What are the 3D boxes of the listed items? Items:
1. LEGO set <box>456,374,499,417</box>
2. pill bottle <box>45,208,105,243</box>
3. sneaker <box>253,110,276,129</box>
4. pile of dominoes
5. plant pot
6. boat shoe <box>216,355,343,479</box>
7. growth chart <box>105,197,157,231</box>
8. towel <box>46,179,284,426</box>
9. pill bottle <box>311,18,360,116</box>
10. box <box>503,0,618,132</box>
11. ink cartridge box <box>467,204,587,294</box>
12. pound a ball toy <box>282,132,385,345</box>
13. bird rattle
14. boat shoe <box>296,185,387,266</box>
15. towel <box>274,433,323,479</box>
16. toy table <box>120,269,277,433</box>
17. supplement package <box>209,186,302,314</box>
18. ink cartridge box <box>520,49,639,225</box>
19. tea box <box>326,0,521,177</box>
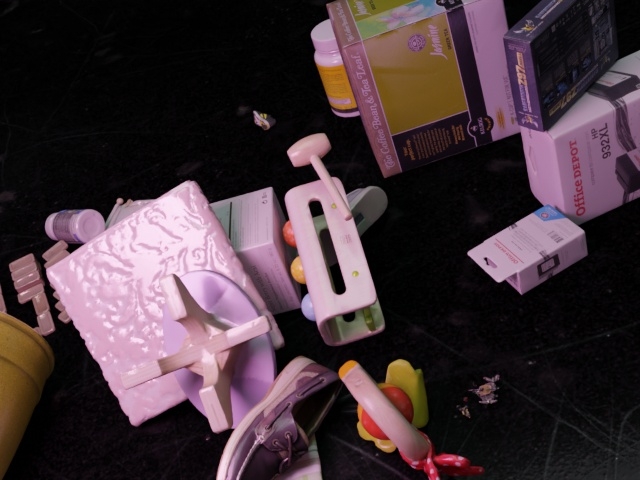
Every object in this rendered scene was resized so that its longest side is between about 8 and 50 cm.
[{"bbox_3d":[0.253,0.245,1.394,0.083,0.023,0.054,-33,37,7],"label":"LEGO set"},{"bbox_3d":[-0.557,-0.032,2.008,0.137,0.078,0.078,1,44,41],"label":"pill bottle"},{"bbox_3d":[-0.136,-0.294,2.167,0.035,0.031,0.083,-21,42,-21],"label":"sneaker"},{"bbox_3d":[-0.607,0.125,1.916,0.196,0.040,0.251,-26,48,-6],"label":"pile of dominoes"},{"bbox_3d":[-0.669,0.332,1.489,0.367,0.366,0.352,-9,53,15],"label":"plant pot"},{"bbox_3d":[-0.058,0.299,1.378,0.092,0.102,0.285,7,42,33],"label":"boat shoe"},{"bbox_3d":[-0.393,-0.041,2.000,0.237,0.021,0.172,-1,45,23],"label":"growth chart"},{"bbox_3d":[-0.271,0.112,1.553,0.317,0.331,0.053,-31,-4,8],"label":"towel"},{"bbox_3d":[0.054,-0.400,2.056,0.119,0.208,0.119,-13,41,11],"label":"pill bottle"},{"bbox_3d":[0.404,-0.321,1.478,0.233,0.183,0.059,-43,45,-21],"label":"box"},{"bbox_3d":[0.361,0.023,1.559,0.180,0.060,0.104,-29,41,-9],"label":"ink cartridge box"},{"bbox_3d":[0.000,0.000,1.563,0.136,0.208,0.319,-18,59,2],"label":"pound a ball toy"},{"bbox_3d":[0.108,0.276,1.294,0.143,0.207,0.253,-39,30,7],"label":"bird rattle"},{"bbox_3d":[0.035,-0.024,1.759,0.227,0.079,0.081,-42,20,-16],"label":"boat shoe"},{"bbox_3d":[-0.059,0.346,1.415,0.113,0.023,0.152,-20,40,3],"label":"towel"},{"bbox_3d":[-0.179,0.178,1.432,0.252,0.161,0.274,-34,83,7],"label":"toy table"},{"bbox_3d":[-0.201,0.049,1.689,0.293,0.177,0.175,-15,39,8],"label":"supplement package"},{"bbox_3d":[0.532,-0.189,1.593,0.308,0.223,0.129,-25,40,-3],"label":"ink cartridge box"},{"bbox_3d":[0.220,-0.358,1.839,0.324,0.329,0.220,-18,39,3],"label":"tea box"}]
